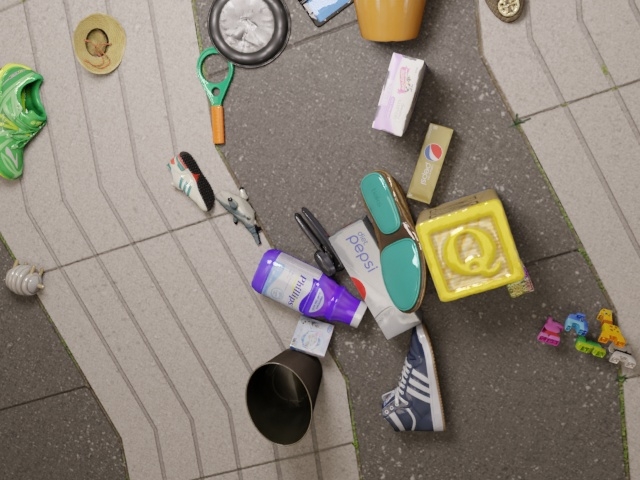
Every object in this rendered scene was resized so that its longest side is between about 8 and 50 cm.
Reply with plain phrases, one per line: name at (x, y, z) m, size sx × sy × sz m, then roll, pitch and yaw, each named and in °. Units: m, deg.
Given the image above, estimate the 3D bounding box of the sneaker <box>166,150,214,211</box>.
sneaker at (-0.328, -0.139, 1.805) m, size 0.075 × 0.057 × 0.161 m, roll -25°, pitch 97°, yaw 30°

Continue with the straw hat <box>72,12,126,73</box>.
straw hat at (-0.552, -0.485, 1.767) m, size 0.061 × 0.145 × 0.144 m, roll 27°, pitch 108°, yaw 46°

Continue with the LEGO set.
LEGO set at (0.633, 0.206, 1.682) m, size 0.227 × 0.093 × 0.087 m, roll 18°, pitch 134°, yaw 2°

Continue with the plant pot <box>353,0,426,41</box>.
plant pot at (0.153, -0.540, 1.576) m, size 0.205 × 0.205 × 0.187 m, roll 2°, pitch 116°, yaw 10°

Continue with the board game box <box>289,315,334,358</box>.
board game box at (-0.021, 0.241, 1.803) m, size 0.090 × 0.090 × 0.020 m, roll 16°, pitch 147°, yaw 8°

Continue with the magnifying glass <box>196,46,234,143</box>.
magnifying glass at (-0.253, -0.353, 1.763) m, size 0.092 × 0.026 × 0.230 m, roll 1°, pitch 99°, yaw 10°

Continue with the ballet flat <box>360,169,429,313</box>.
ballet flat at (0.186, -0.001, 1.673) m, size 0.116 × 0.124 × 0.342 m, roll -26°, pitch 75°, yaw 30°

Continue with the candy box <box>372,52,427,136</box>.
candy box at (0.177, -0.321, 1.600) m, size 0.070 × 0.196 × 0.164 m, roll 18°, pitch 103°, yaw 6°

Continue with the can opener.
can opener at (0.000, 0.000, 1.766) m, size 0.059 × 0.073 × 0.186 m, roll -30°, pitch 83°, yaw 15°

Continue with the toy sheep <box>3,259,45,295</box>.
toy sheep at (-0.780, 0.104, 1.910) m, size 0.132 × 0.091 × 0.091 m, roll 15°, pitch 103°, yaw 26°

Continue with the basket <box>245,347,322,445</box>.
basket at (-0.077, 0.353, 1.756) m, size 0.154 × 0.227 × 0.204 m, roll -12°, pitch 99°, yaw 12°

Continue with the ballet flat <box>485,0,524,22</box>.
ballet flat at (0.385, -0.601, 1.581) m, size 0.084 × 0.058 × 0.249 m, roll -15°, pitch 97°, yaw 13°

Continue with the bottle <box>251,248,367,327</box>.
bottle at (-0.024, 0.125, 1.773) m, size 0.283 × 0.092 × 0.118 m, roll 26°, pitch 109°, yaw 4°

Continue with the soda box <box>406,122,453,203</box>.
soda box at (0.254, -0.180, 1.682) m, size 0.058 × 0.061 × 0.181 m, roll 17°, pitch 103°, yaw 6°

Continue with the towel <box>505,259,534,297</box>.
towel at (0.468, 0.093, 1.721) m, size 0.060 × 0.009 × 0.083 m, roll -22°, pitch 95°, yaw 14°

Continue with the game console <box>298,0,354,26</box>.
game console at (0.006, -0.570, 1.652) m, size 0.122 × 0.107 × 0.071 m, roll -34°, pitch 65°, yaw 14°

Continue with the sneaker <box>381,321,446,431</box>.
sneaker at (0.213, 0.343, 1.769) m, size 0.153 × 0.099 × 0.282 m, roll -9°, pitch 102°, yaw 10°

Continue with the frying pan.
frying pan at (-0.115, -0.538, 1.685) m, size 0.326 × 0.053 × 0.197 m, roll -30°, pitch 102°, yaw 10°

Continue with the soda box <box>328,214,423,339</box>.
soda box at (0.135, 0.087, 1.738) m, size 0.098 × 0.091 × 0.286 m, roll -29°, pitch 94°, yaw 14°

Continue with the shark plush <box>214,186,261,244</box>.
shark plush at (-0.195, -0.064, 1.806) m, size 0.067 × 0.073 × 0.161 m, roll -26°, pitch 117°, yaw 33°

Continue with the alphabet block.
alphabet block at (0.336, 0.006, 1.632) m, size 0.194 × 0.197 × 0.192 m, roll -20°, pitch 96°, yaw 13°

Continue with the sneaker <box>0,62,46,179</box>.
sneaker at (-0.763, -0.294, 1.820) m, size 0.124 × 0.109 × 0.295 m, roll 13°, pitch 102°, yaw 12°
